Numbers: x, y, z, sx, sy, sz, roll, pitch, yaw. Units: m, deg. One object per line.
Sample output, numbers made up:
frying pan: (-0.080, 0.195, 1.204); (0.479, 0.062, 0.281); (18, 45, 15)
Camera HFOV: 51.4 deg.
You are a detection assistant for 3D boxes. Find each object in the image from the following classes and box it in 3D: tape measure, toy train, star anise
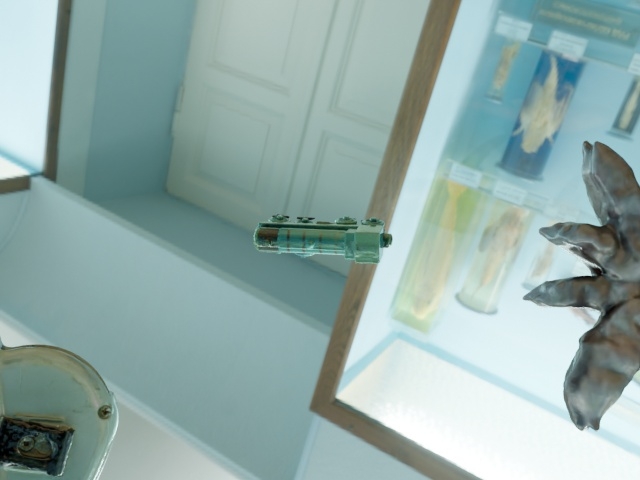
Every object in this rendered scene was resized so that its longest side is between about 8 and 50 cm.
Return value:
tape measure: (-0.408, 0.256, 0.916); (0.246, 0.243, 0.125); (11, 172, -16)
toy train: (0.000, 0.000, 0.430); (0.092, 0.029, 0.045); (3, -168, 11)
star anise: (0.253, 0.037, 0.491); (0.229, 0.236, 0.093); (42, -178, 17)
